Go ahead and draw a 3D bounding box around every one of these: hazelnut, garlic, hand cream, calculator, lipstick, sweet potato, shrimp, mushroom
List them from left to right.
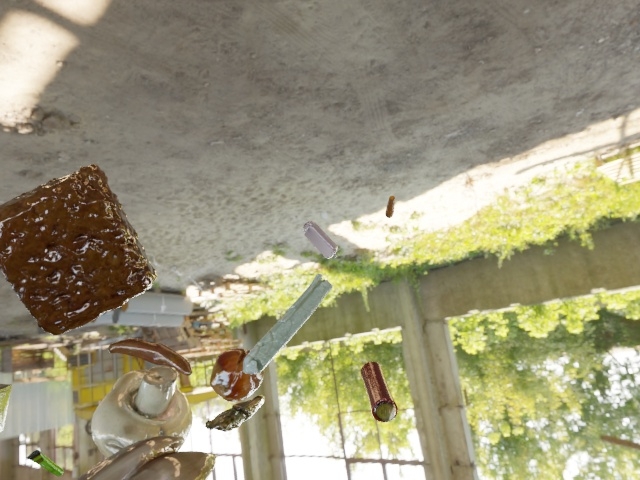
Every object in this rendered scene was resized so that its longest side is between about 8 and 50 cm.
[{"bbox_3d":[-0.792,0.644,1.351,0.036,0.122,0.023,-33,-144,-12],"label":"hand cream"},{"bbox_3d":[-0.314,0.492,0.796,0.325,0.279,0.132,-23,153,-18],"label":"garlic"},{"bbox_3d":[-0.636,0.605,1.664,0.325,0.353,0.353,8,179,36],"label":"mushroom"},{"bbox_3d":[-0.447,0.310,1.269,0.255,0.058,0.078,15,-173,10],"label":"sweet potato"},{"bbox_3d":[-0.274,0.448,1.549,0.182,0.182,0.182,-8,167,-2],"label":"hazelnut"},{"bbox_3d":[-0.229,0.495,1.337,0.145,0.059,0.254,-30,164,3],"label":"shrimp"},{"bbox_3d":[0.000,0.000,1.780,0.032,0.175,0.100,-42,176,-27],"label":"calculator"},{"bbox_3d":[0.178,0.464,1.450,0.080,0.080,0.241,-8,-166,-2],"label":"lipstick"}]

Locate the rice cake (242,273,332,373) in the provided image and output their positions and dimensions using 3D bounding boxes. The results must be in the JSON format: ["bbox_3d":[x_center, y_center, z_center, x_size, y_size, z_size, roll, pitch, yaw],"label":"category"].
[{"bbox_3d":[-0.085,0.223,1.247,0.336,0.063,0.066,-48,176,-30],"label":"rice cake"}]

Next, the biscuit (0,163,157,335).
[{"bbox_3d":[-0.677,0.035,1.285,0.342,0.395,0.166,-28,-156,-13],"label":"biscuit"}]

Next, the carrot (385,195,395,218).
[{"bbox_3d":[0.245,-0.116,1.633,0.032,0.032,0.093,-7,137,-7],"label":"carrot"}]

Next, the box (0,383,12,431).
[{"bbox_3d":[-0.966,0.496,1.321,0.064,0.141,0.220,10,173,-11],"label":"box"}]
